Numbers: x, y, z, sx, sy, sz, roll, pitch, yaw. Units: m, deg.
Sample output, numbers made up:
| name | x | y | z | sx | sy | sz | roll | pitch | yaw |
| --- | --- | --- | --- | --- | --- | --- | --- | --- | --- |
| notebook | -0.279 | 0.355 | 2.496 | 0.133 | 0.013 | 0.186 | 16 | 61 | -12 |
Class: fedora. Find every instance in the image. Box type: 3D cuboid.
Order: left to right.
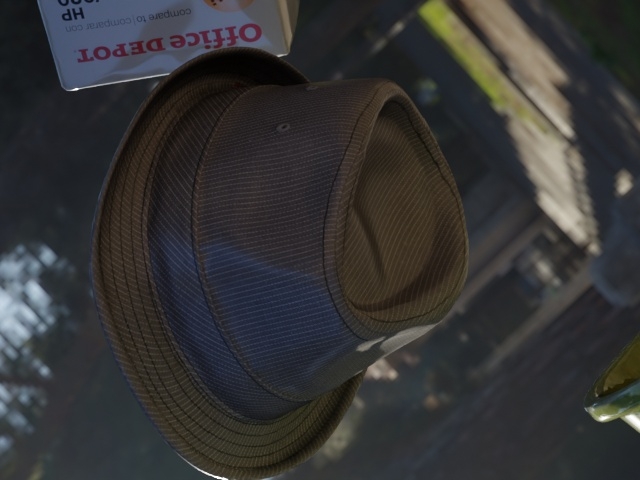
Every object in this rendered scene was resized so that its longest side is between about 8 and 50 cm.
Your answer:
| name | x | y | z | sx | sy | sz | roll | pitch | yaw |
| --- | --- | --- | --- | --- | --- | --- | --- | --- | --- |
| fedora | 0.000 | 0.000 | 1.038 | 0.275 | 0.124 | 0.243 | -48 | -61 | -53 |

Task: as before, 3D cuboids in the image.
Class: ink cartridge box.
| name | x | y | z | sx | sy | sz | roll | pitch | yaw |
| --- | --- | --- | --- | --- | --- | --- | --- | --- | --- |
| ink cartridge box | -0.117 | -0.251 | 1.259 | 0.168 | 0.171 | 0.232 | -84 | -16 | -60 |

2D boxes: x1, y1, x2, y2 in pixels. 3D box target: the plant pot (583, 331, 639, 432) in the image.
| name | x | y | z | sx | sy | sz | roll | pitch | yaw |
| --- | --- | --- | --- | --- | --- | --- | --- | --- | --- |
| plant pot | 0.313 | 0.085 | 0.860 | 0.254 | 0.276 | 0.276 | 49 | -177 | 3 |
